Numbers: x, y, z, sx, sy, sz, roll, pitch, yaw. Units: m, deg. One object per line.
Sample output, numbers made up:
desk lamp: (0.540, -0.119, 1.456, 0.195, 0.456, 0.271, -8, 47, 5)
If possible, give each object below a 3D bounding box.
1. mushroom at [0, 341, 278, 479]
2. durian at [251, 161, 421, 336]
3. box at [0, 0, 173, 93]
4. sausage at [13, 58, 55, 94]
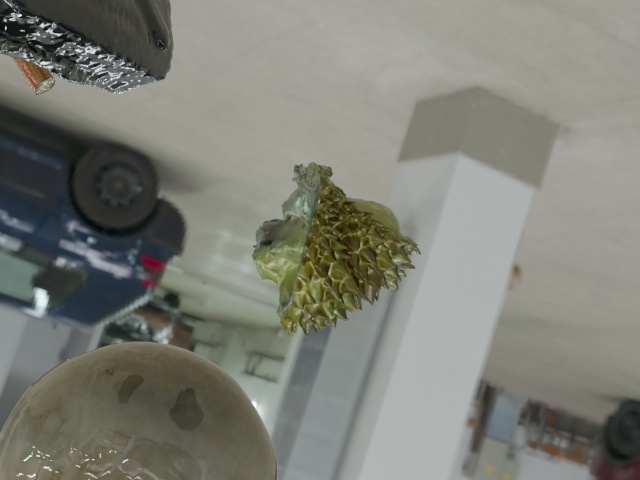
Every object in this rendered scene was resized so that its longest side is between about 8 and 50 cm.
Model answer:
mushroom: (-0.235, 0.304, 1.478, 0.362, 0.362, 0.294, 19, -178, -5)
durian: (0.000, 0.000, 1.236, 0.166, 0.172, 0.306, 53, -171, -14)
box: (-0.266, -0.342, 1.152, 0.091, 0.359, 0.350, -12, 172, 17)
sausage: (-0.358, -0.224, 1.389, 0.107, 0.031, 0.031, 54, -178, 17)
